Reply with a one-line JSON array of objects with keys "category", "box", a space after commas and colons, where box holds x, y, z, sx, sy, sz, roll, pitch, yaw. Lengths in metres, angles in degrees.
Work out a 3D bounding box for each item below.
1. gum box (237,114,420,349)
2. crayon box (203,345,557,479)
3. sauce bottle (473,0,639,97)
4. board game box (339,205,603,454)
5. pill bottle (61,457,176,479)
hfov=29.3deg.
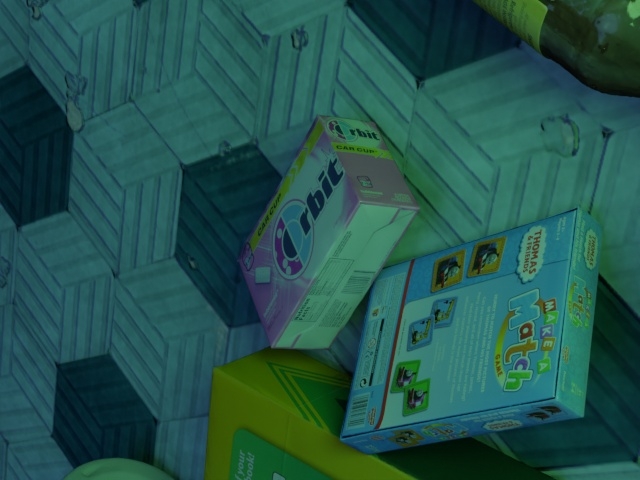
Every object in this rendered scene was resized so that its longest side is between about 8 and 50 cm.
[{"category": "gum box", "box": [0.000, 0.000, 1.053, 0.188, 0.062, 0.107, -59, 40, 35]}, {"category": "crayon box", "box": [0.028, 0.319, 1.107, 0.313, 0.106, 0.363, 24, 116, 37]}, {"category": "sauce bottle", "box": [0.177, -0.174, 0.838, 0.344, 0.111, 0.111, 46, 127, 23]}, {"category": "board game box", "box": [0.114, 0.074, 0.947, 0.211, 0.039, 0.160, -20, 46, 44]}, {"category": "pill bottle", "box": [-0.237, 0.384, 1.330, 0.152, 0.152, 0.272, 36, 123, 30]}]
